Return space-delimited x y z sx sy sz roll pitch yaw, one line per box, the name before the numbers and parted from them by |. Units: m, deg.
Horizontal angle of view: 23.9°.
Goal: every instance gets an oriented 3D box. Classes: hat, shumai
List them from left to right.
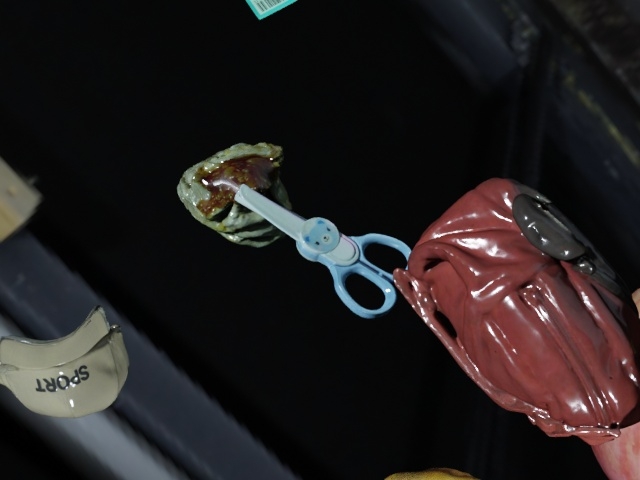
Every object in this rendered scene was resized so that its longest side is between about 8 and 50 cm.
hat | -0.263 0.133 1.533 0.175 0.147 0.085 110 140 -73
shumai | -0.113 -0.094 2.171 0.184 0.142 0.184 16 -137 -15

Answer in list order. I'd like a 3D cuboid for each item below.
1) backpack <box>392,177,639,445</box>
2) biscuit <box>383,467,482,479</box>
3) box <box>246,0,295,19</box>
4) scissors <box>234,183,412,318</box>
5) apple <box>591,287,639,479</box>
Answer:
backpack | 0.172 0.065 1.178 0.229 0.139 0.229 51 -176 -4
biscuit | 0.182 0.419 1.996 0.296 0.296 0.102 42 -131 -20
box | 0.027 -0.350 1.819 0.161 0.226 0.042 -45 -73 -34
scissors | 0.000 0.000 1.999 0.256 0.030 0.125 32 -122 3
apple | 0.441 0.152 1.536 0.345 0.269 0.345 1 -151 -1
